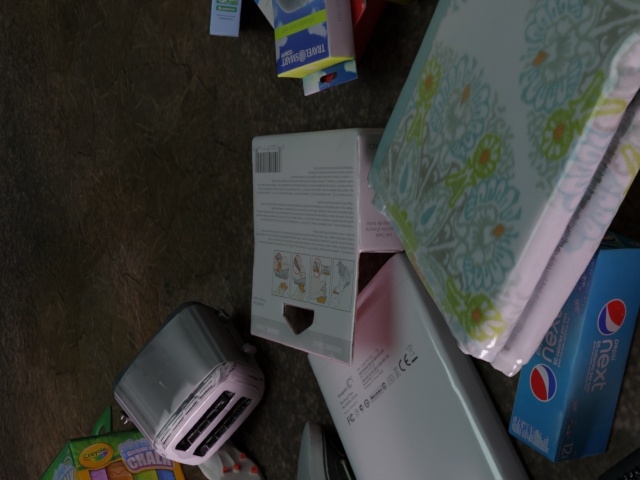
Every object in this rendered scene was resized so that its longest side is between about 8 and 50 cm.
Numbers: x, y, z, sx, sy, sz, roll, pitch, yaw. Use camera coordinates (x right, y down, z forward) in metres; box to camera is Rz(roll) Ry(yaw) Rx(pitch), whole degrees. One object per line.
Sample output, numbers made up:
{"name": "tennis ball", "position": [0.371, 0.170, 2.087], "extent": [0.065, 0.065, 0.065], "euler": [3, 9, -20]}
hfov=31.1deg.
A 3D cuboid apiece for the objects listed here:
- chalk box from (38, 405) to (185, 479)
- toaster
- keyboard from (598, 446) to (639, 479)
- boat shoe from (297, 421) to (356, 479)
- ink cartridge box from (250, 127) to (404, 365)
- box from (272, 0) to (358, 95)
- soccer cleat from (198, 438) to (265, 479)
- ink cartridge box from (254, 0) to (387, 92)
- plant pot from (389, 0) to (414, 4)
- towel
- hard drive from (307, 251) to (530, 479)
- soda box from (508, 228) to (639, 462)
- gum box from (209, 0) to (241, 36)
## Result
{"name": "chalk box", "position": [-0.327, 0.409, 1.821], "extent": [0.180, 0.179, 0.288], "euler": [-52, 52, 43]}
{"name": "toaster", "position": [-0.185, 0.208, 1.604], "extent": [0.227, 0.129, 0.146], "euler": [-48, 52, 6]}
{"name": "keyboard", "position": [0.313, 0.216, 1.009], "extent": [0.192, 0.038, 0.100], "euler": [-53, 51, 44]}
{"name": "boat shoe", "position": [0.016, 0.305, 1.406], "extent": [0.219, 0.070, 0.077], "euler": [-105, 24, -59]}
{"name": "ink cartridge box", "position": [0.000, 0.000, 1.383], "extent": [0.296, 0.066, 0.261], "euler": [7, 97, 64]}
{"name": "box", "position": [-0.010, -0.261, 1.299], "extent": [0.109, 0.042, 0.178], "euler": [-8, 86, 55]}
{"name": "soccer cleat", "position": [-0.132, 0.329, 1.644], "extent": [0.196, 0.068, 0.076], "euler": [49, 150, 40]}
{"name": "ink cartridge box", "position": [0.005, -0.294, 1.379], "extent": [0.231, 0.078, 0.134], "euler": [58, 136, 35]}
{"name": "plant pot", "position": [0.084, -0.381, 1.163], "extent": [0.187, 0.212, 0.212], "euler": [-13, 82, 43]}
{"name": "towel", "position": [0.180, -0.110, 1.058], "extent": [0.374, 0.090, 0.320], "euler": [-68, 28, 27]}
{"name": "hard drive", "position": [0.111, 0.223, 1.293], "extent": [0.233, 0.047, 0.353], "euler": [-52, 51, 43]}
{"name": "soda box", "position": [0.240, 0.096, 1.073], "extent": [0.067, 0.071, 0.210], "euler": [31, 117, 52]}
{"name": "gum box", "position": [-0.121, -0.368, 1.530], "extent": [0.157, 0.041, 0.184], "euler": [-112, 27, -76]}
